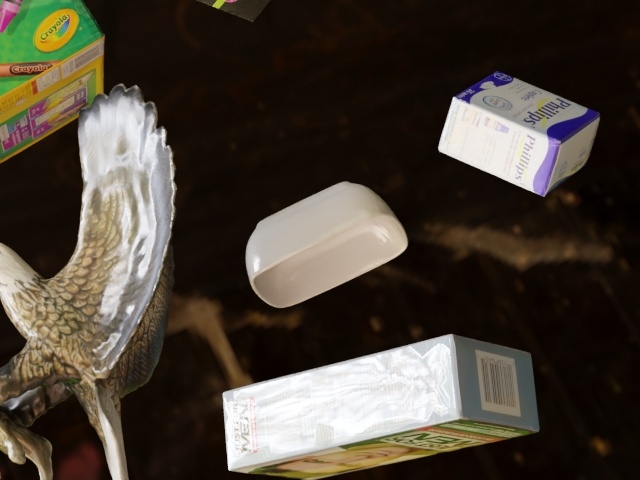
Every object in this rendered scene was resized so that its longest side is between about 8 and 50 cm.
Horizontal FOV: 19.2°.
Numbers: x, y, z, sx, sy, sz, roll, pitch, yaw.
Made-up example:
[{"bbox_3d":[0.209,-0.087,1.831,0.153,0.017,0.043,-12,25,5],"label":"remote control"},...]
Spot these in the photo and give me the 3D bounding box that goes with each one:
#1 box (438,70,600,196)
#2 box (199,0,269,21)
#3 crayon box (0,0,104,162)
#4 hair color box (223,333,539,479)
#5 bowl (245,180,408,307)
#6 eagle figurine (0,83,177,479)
[{"bbox_3d":[0.224,-0.122,2.114,0.126,0.137,0.072,-33,-37,-55],"label":"box"},{"bbox_3d":[-0.066,-0.245,1.657,0.062,0.052,0.083,17,-45,-27],"label":"box"},{"bbox_3d":[-0.282,-0.141,1.685,0.165,0.081,0.278,-32,-3,-10],"label":"crayon box"},{"bbox_3d":[0.075,0.223,2.460,0.374,0.113,0.185,-16,-20,35],"label":"hair color box"},{"bbox_3d":[0.000,0.000,1.677,0.142,0.053,0.142,-27,-19,3],"label":"bowl"},{"bbox_3d":[-0.196,0.043,1.575,0.298,0.226,0.225,-51,-53,-16],"label":"eagle figurine"}]
